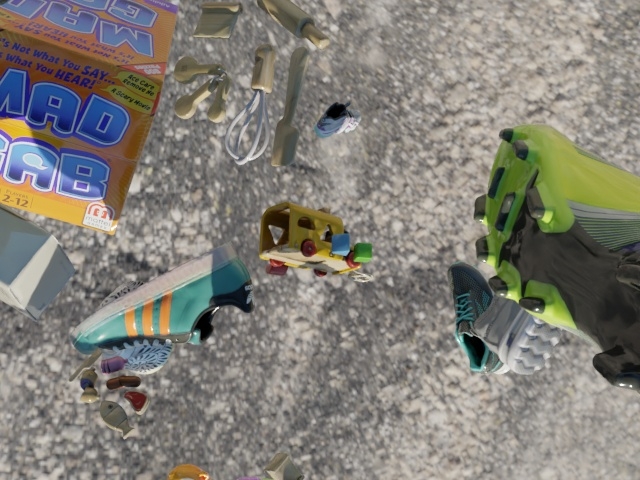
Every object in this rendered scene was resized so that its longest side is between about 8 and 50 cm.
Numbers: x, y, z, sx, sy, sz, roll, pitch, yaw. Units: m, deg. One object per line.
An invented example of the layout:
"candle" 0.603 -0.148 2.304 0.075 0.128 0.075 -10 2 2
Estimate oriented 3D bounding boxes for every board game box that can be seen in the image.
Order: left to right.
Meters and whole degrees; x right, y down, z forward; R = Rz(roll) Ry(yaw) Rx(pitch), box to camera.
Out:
"board game box" -0.507 -0.293 1.788 0.356 0.357 0.356 17 123 -15

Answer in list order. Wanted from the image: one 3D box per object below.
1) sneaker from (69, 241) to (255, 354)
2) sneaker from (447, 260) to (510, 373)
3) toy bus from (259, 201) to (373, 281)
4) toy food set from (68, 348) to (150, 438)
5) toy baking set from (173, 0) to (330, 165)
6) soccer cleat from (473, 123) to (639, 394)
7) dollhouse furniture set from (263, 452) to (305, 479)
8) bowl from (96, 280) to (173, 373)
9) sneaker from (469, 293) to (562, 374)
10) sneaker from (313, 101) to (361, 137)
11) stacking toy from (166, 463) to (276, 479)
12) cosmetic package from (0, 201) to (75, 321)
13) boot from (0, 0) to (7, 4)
"sneaker" -0.238 0.119 1.381 0.302 0.108 0.121 -27 91 15
"sneaker" 0.212 0.108 1.261 0.065 0.076 0.167 -30 77 38
"toy bus" -0.006 -0.003 1.568 0.190 0.202 0.104 0 74 4
"toy food set" -0.261 0.184 1.148 0.078 0.122 0.019 -48 152 -19
"toy baking set" -0.078 -0.200 1.103 0.197 0.256 0.030 -56 147 8
"soccer cleat" 0.170 0.012 0.479 0.121 0.289 0.094 4 111 -15
"dollhouse furniture set" -0.036 0.464 1.467 0.161 0.101 0.182 -47 113 -36
"bowl" -0.347 0.161 1.618 0.080 0.170 0.170 -11 128 -57
"sneaker" 0.283 0.025 1.178 0.105 0.115 0.281 34 87 -46
"sneaker" 0.039 -0.206 1.492 0.098 0.038 0.069 -29 164 -36
"stacking toy" -0.083 0.377 1.236 0.175 0.166 0.302 -38 122 26
"cosmetic package" -0.566 -0.012 1.480 0.309 0.160 0.113 29 69 11
"boot" -0.310 -0.286 0.761 0.094 0.246 0.207 -31 129 -16
